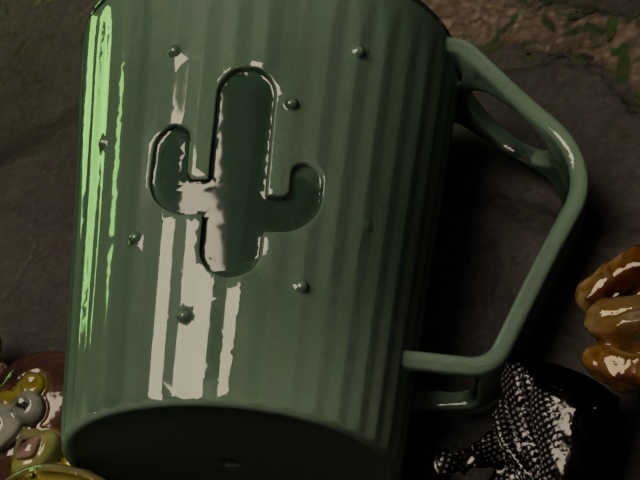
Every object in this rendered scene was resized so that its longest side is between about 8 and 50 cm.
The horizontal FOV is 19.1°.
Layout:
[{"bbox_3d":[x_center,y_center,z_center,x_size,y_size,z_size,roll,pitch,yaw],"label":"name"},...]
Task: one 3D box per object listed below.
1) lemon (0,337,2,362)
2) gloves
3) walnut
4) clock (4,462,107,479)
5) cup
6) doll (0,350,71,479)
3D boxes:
[{"bbox_3d":[-0.350,0.134,1.737,0.155,0.114,0.114,-46,46,-9],"label":"lemon"},{"bbox_3d":[0.153,0.186,1.395,0.129,0.106,0.180,24,101,38],"label":"gloves"},{"bbox_3d":[0.275,0.054,1.402,0.170,0.069,0.143,-12,51,19],"label":"walnut"},{"bbox_3d":[-0.187,0.286,1.459,0.237,0.237,0.057,4,21,35],"label":"clock"},{"bbox_3d":[-0.015,-0.010,1.492,0.401,0.310,0.392,-12,59,29],"label":"cup"},{"bbox_3d":[-0.232,0.172,1.649,0.188,0.096,0.145,24,82,31],"label":"doll"}]
